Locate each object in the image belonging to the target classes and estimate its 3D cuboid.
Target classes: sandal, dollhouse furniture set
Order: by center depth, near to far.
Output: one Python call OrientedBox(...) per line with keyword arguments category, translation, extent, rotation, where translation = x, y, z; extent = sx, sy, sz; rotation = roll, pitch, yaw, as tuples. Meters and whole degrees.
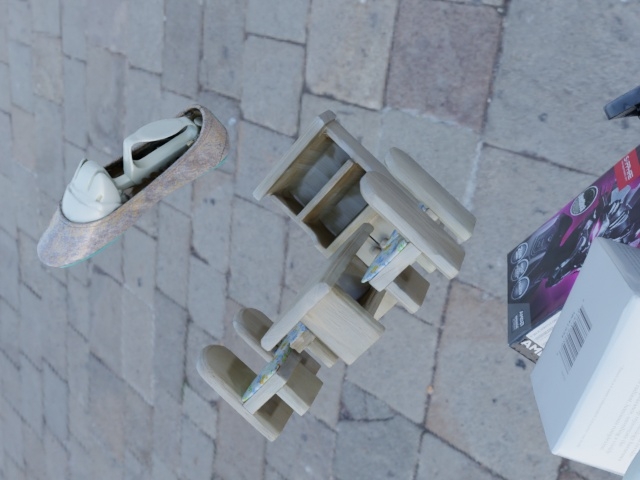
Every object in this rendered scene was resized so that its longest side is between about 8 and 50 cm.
OrientedBox(category="dollhouse furniture set", translation=(0.000, 0.000, 0.613), extent=(0.161, 0.242, 0.212), rotation=(43, 116, -1))
OrientedBox(category="sandal", translation=(0.486, -0.176, 0.917), extent=(0.097, 0.255, 0.054), rotation=(135, 126, -68))

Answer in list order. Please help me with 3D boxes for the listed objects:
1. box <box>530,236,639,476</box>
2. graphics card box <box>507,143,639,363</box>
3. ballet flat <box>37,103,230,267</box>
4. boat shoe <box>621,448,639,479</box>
OrientedBox(category="box", translation=(0.454, 0.165, 0.819), extent=(0.345, 0.168, 0.215), rotation=(18, 113, 0))
OrientedBox(category="graphics card box", translation=(0.433, 0.006, 1.053), extent=(0.094, 0.232, 0.371), rotation=(32, 129, -12))
OrientedBox(category="ballet flat", translation=(-0.270, -0.089, 0.988), extent=(0.107, 0.316, 0.106), rotation=(41, 161, 29))
OrientedBox(category="boat shoe", translation=(0.263, 0.116, 0.399), extent=(0.227, 0.081, 0.079), rotation=(-42, 92, 1))
